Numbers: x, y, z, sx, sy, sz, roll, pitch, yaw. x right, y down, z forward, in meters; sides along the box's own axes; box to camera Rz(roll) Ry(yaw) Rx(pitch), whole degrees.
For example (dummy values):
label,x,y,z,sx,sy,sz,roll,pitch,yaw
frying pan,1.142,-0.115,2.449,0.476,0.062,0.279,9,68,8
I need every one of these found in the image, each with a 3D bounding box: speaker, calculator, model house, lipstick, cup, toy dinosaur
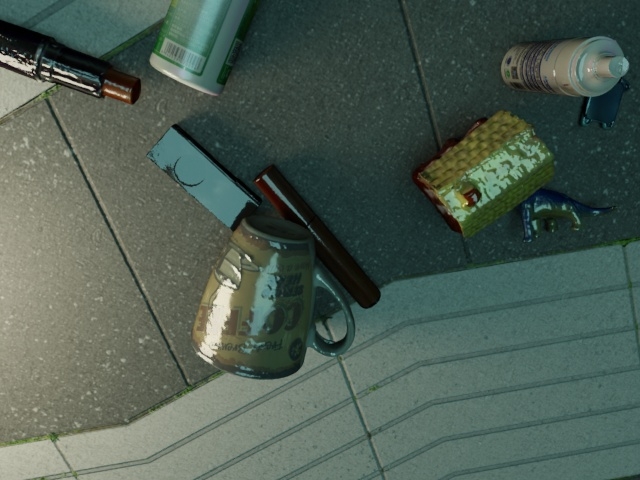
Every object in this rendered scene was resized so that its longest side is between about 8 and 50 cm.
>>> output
label,x,y,z,sx,sy,sz,roll,pitch,yaw
speaker,-0.218,-0.119,1.024,0.082,0.044,0.218,-44,106,10
calculator,0.556,-0.290,1.048,0.094,0.019,0.141,6,106,-7
model house,0.288,-0.114,0.946,0.196,0.254,0.160,-36,96,8
lipstick,-0.460,-0.306,0.921,0.300,0.081,0.081,19,106,-9
lipstick,0.000,0.000,1.077,0.057,0.057,0.356,-39,108,8
cup,-0.070,0.105,1.001,0.301,0.227,0.257,18,109,1
toy dinosaur,0.458,-0.101,1.082,0.248,0.075,0.188,-12,99,5

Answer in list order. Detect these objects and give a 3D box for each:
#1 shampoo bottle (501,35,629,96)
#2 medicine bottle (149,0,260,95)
label,x,y,z,sx,sy,sz,roll,pitch,yaw
shampoo bottle,0.401,-0.287,0.885,0.092,0.303,0.092,-2,107,-5
medicine bottle,-0.175,-0.393,0.891,0.133,0.133,0.274,24,106,-12
